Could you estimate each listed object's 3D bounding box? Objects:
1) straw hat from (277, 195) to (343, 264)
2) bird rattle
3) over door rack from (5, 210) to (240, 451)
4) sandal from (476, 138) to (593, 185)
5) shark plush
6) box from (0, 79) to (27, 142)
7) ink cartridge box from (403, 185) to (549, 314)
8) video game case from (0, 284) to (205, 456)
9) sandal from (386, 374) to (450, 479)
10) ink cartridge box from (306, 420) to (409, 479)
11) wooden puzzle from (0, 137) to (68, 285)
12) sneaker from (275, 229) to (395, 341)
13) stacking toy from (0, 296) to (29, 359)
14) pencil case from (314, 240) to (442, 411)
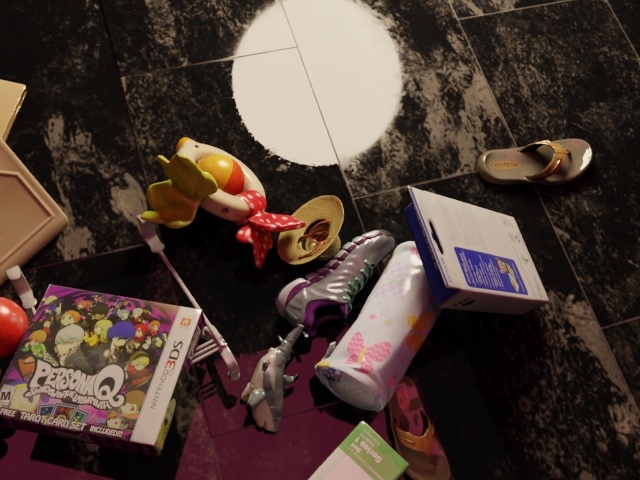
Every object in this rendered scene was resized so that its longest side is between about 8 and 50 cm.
[{"bbox_3d":[0.000,0.000,1.329,0.061,0.144,0.144,44,59,-33],"label":"straw hat"},{"bbox_3d":[-0.150,-0.084,1.303,0.254,0.143,0.207,15,36,-23],"label":"bird rattle"},{"bbox_3d":[-0.293,0.133,1.216,0.240,0.108,0.324,-25,56,-18],"label":"over door rack"},{"bbox_3d":[0.391,-0.148,1.455,0.219,0.060,0.090,-3,66,-9],"label":"sandal"},{"bbox_3d":[-0.065,0.202,1.222,0.067,0.073,0.161,24,73,-12],"label":"shark plush"},{"bbox_3d":[-0.623,-0.217,1.371,0.201,0.021,0.164,13,64,-1],"label":"box"},{"bbox_3d":[0.228,0.024,1.244,0.333,0.065,0.165,12,54,-50],"label":"ink cartridge box"},{"bbox_3d":[-0.296,0.169,1.095,0.232,0.042,0.210,9,52,8],"label":"video game case"},{"bbox_3d":[0.144,0.285,1.224,0.072,0.049,0.180,-12,67,-13],"label":"sandal"},{"bbox_3d":[0.006,0.370,1.104,0.092,0.160,0.219,42,66,13],"label":"ink cartridge box"},{"bbox_3d":[-0.524,-0.037,1.206,0.044,0.238,0.221,17,56,45],"label":"wooden puzzle"},{"bbox_3d":[0.043,0.075,1.282,0.224,0.083,0.098,-35,53,-11],"label":"sneaker"},{"bbox_3d":[-0.513,0.214,1.083,0.141,0.141,0.330,24,61,4],"label":"stacking toy"},{"bbox_3d":[0.106,0.131,1.258,0.124,0.113,0.273,10,55,45],"label":"pencil case"}]
